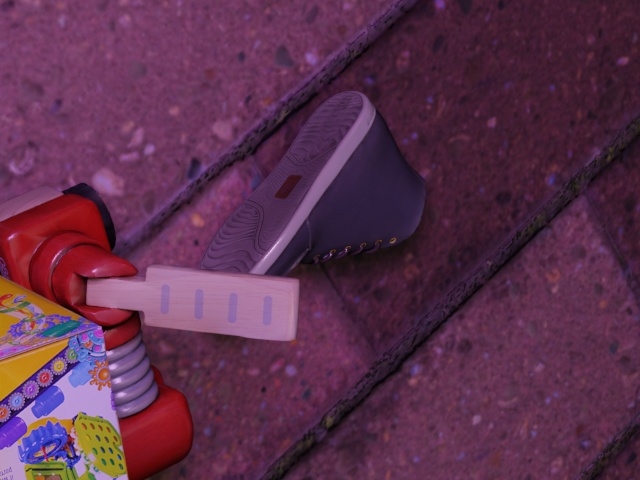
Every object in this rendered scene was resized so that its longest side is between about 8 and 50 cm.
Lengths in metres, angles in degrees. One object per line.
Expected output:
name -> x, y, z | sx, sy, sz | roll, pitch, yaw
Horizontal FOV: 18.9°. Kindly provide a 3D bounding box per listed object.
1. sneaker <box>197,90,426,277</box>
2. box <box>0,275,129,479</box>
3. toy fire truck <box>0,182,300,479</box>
sneaker -> 0.000, 0.000, 1.534 | 0.222, 0.083, 0.118 | -52, 124, -14
box -> -0.264, 0.175, 1.276 | 0.177, 0.290, 0.279 | -18, 112, -30
toy fire truck -> -0.130, 0.079, 1.367 | 0.158, 0.246, 0.217 | -25, 114, -26
